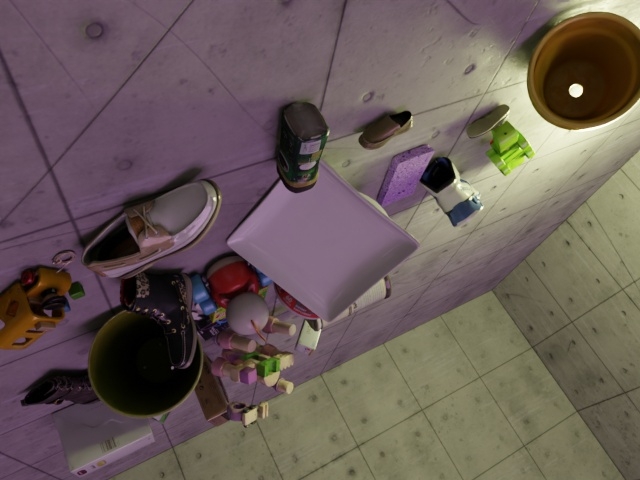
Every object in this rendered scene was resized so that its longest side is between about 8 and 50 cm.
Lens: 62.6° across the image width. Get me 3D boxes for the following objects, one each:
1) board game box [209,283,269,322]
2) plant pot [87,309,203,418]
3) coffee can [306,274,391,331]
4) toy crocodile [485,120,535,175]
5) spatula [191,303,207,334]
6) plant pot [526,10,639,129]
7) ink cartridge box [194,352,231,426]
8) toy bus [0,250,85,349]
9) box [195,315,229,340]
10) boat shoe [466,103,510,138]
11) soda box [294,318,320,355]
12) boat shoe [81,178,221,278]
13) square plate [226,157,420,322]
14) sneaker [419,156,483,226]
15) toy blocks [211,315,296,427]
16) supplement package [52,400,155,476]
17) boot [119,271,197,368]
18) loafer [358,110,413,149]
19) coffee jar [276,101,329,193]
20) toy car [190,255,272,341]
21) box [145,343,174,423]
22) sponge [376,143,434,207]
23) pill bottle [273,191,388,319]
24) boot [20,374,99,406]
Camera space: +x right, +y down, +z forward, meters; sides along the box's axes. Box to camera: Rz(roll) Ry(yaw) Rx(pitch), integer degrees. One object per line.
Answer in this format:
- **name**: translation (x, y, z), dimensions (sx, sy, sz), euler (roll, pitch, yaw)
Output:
- **board game box**: translation (-0.250, 0.177, 1.592), dimensions (0.181, 0.043, 0.092), euler (-23, 157, -27)
- **plant pot**: translation (-0.454, 0.328, 1.436), dimensions (0.274, 0.275, 0.293), euler (-24, 172, -15)
- **coffee can**: translation (0.067, 0.152, 1.739), dimensions (0.275, 0.202, 0.201), euler (-23, 157, -16)
- **toy crocodile**: translation (0.569, -0.279, 1.605), dimensions (0.115, 0.105, 0.340), euler (-39, 161, 20)
- **spatula**: translation (-0.372, 0.245, 1.642), dimensions (0.168, 0.019, 0.242), euler (-38, 158, 4)
- **plant pot**: translation (0.631, -0.386, 1.274), dimensions (0.254, 0.254, 0.239), euler (-38, 171, 18)
- **ink cartridge box**: translation (-0.409, 0.558, 1.963), dimensions (0.088, 0.235, 0.193), euler (-25, 158, -10)
- **toy bus**: translation (-0.566, 0.136, 1.051), dimensions (0.190, 0.104, 0.202), euler (-18, 155, -28)
- **box**: translation (-0.314, 0.255, 1.679), dimensions (0.162, 0.029, 0.116), euler (-30, 157, -11)
- **boat shoe**: translation (0.458, -0.316, 1.433), dimensions (0.133, 0.049, 0.042), euler (-35, 150, 1)
- **soda box**: translation (-0.030, 0.313, 1.962), dimensions (0.069, 0.216, 0.074), euler (21, 146, -3)
- **boat shoe**: translation (-0.325, -0.018, 1.013), dimensions (0.302, 0.113, 0.103), euler (-35, 163, 14)
- **square plate**: translation (0.000, 0.000, 1.265), dimensions (0.347, 0.344, 0.049), euler (-44, -167, 31)
- **sneaker**: translation (0.383, -0.166, 1.568), dimensions (0.127, 0.182, 0.315), euler (-34, -173, 14)
- **toy blocks**: translation (-0.271, 0.440, 1.878), dimensions (0.260, 0.309, 0.288), euler (6, -171, 33)
- **supplement package**: translation (-0.723, 0.633, 1.775), dimensions (0.261, 0.204, 0.145), euler (-21, 156, -22)
- **boot**: translation (-0.382, 0.182, 1.235), dimensions (0.085, 0.237, 0.178), euler (-15, 162, 29)
- **loafer**: translation (0.147, -0.254, 1.181), dimensions (0.148, 0.056, 0.050), euler (-33, 159, -21)
- **coffee jar**: translation (-0.039, -0.178, 1.049), dimensions (0.079, 0.096, 0.184), euler (-19, 156, -19)
- **toy car**: translation (-0.204, 0.176, 1.406), dimensions (0.219, 0.238, 0.210), euler (-26, 157, -10)
- **box**: translation (-0.506, 0.460, 1.719), dimensions (0.232, 0.058, 0.322), euler (-61, 168, -25)
- **sponge**: translation (0.233, -0.178, 1.471), dimensions (0.117, 0.031, 0.210), euler (-22, 157, -19)
- **pill bottle**: translation (0.028, 0.044, 1.450), dimensions (0.210, 0.210, 0.363), euler (-11, 149, -39)
- **boot**: translation (-0.682, 0.416, 1.517), dimensions (0.263, 0.091, 0.229), euler (-31, 158, 7)
